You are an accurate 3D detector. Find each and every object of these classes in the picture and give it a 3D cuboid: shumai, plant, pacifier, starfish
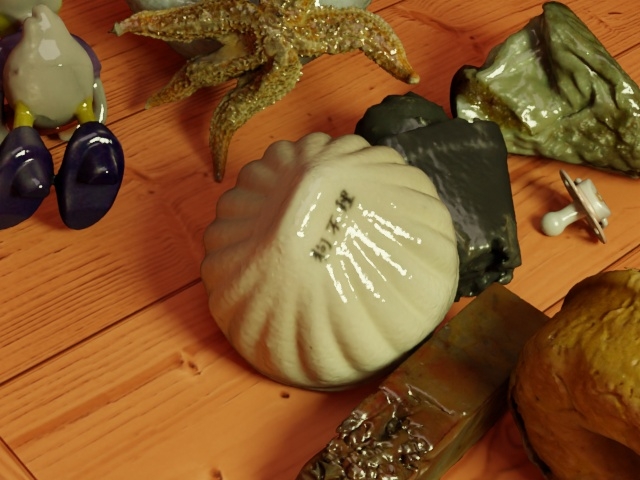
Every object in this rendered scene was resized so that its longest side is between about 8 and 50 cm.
[{"bbox_3d":[0.292,-0.140,1.516,0.272,0.203,0.222,44,17,-4],"label":"shumai"},{"bbox_3d":[0.123,-0.057,1.367,0.164,0.142,0.256,-13,52,-23],"label":"plant"},{"bbox_3d":[0.289,-0.030,1.443,0.078,0.081,0.099,-31,77,2],"label":"pacifier"},{"bbox_3d":[-0.088,-0.232,1.399,0.301,0.293,0.084,59,9,-1],"label":"starfish"}]

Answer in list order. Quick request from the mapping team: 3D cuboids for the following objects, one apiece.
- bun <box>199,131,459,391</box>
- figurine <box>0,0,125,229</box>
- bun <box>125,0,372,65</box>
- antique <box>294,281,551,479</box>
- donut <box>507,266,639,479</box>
[{"bbox_3d":[0.000,0.000,1.190,0.263,0.175,0.263,-3,70,9],"label":"bun"},{"bbox_3d":[-0.314,-0.196,1.369,0.154,0.193,0.421,-7,43,-15],"label":"figurine"},{"bbox_3d":[-0.092,-0.373,1.541,0.361,0.362,0.211,9,0,-4],"label":"bun"},{"bbox_3d":[0.101,0.164,1.171,0.087,0.093,0.310,36,49,22],"label":"antique"},{"bbox_3d":[0.313,0.175,1.083,0.150,0.299,0.317,-35,28,-25],"label":"donut"}]
